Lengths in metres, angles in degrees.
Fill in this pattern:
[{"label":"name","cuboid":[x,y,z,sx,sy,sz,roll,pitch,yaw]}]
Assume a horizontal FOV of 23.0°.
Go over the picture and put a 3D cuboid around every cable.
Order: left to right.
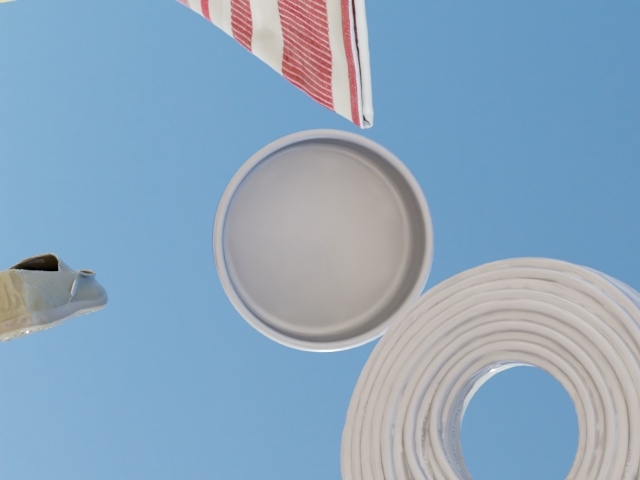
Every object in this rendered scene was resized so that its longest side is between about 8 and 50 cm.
[{"label":"cable","cuboid":[0.136,0.135,1.080,0.257,0.089,0.257,-13,-110,25]}]

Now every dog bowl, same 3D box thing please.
[{"label":"dog bowl","cuboid":[0.000,0.000,1.907,0.104,0.264,0.265,-176,-79,-84]}]

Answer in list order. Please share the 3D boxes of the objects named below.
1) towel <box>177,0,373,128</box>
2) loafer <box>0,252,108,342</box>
[{"label":"towel","cuboid":[-0.073,-0.264,1.486,0.329,0.037,0.237,39,-28,35]},{"label":"loafer","cuboid":[-0.347,0.061,2.013,0.101,0.268,0.092,-14,-86,9]}]
